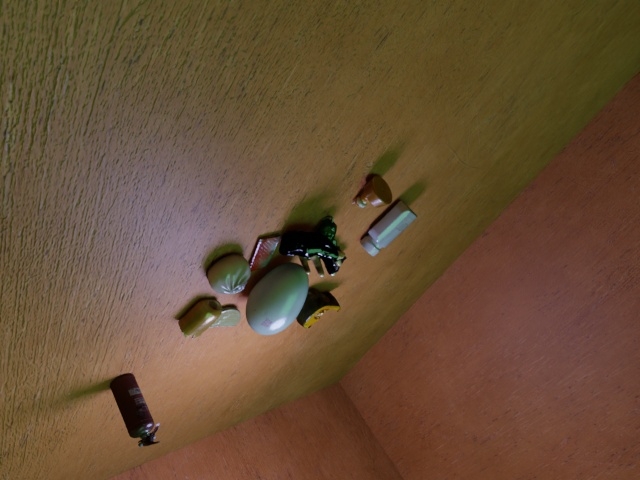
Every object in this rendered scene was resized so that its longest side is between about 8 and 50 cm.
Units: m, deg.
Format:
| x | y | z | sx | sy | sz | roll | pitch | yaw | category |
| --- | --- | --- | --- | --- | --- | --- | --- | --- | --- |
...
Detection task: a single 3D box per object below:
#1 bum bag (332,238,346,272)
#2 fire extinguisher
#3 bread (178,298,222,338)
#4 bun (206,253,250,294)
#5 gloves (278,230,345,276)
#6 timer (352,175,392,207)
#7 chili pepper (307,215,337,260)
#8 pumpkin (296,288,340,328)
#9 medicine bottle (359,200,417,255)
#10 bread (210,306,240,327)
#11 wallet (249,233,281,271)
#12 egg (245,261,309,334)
| x | y | z | sx | sy | sz | roll | pitch | yaw | category |
| --- | --- | --- | --- | --- | --- | --- | --- | --- | --- |
| 0.063 | 0.076 | 2.174 | 0.102 | 0.069 | 0.248 | -57 | 153 | -15 | bum bag |
| -0.755 | 0.709 | 1.878 | 0.147 | 0.337 | 0.106 | -49 | 152 | 21 | fire extinguisher |
| -0.489 | 0.322 | 1.870 | 0.173 | 0.085 | 0.134 | -44 | 153 | 13 | bread |
| -0.339 | 0.141 | 1.733 | 0.172 | 0.120 | 0.173 | -31 | 154 | -17 | bun |
| -0.017 | 0.049 | 1.868 | 0.197 | 0.152 | 0.301 | -9 | 140 | 43 | gloves |
| 0.206 | -0.182 | 1.916 | 0.152 | 0.132 | 0.132 | -29 | 163 | 37 | timer |
| -0.003 | -0.004 | 1.959 | 0.100 | 0.074 | 0.257 | 29 | 116 | -13 | chili pepper |
| -0.031 | 0.370 | 2.445 | 0.190 | 0.139 | 0.280 | -48 | 149 | 12 | pumpkin |
| 0.335 | -0.057 | 2.253 | 0.296 | 0.111 | 0.161 | -47 | 151 | 13 | medicine bottle |
| -0.429 | 0.337 | 2.026 | 0.193 | 0.036 | 0.112 | 7 | 125 | -50 | bread |
| -0.232 | 0.052 | 1.830 | 0.103 | 0.020 | 0.196 | -14 | 145 | -39 | wallet |
| -0.187 | 0.252 | 1.973 | 0.230 | 0.230 | 0.371 | 5 | 124 | -54 | egg |
